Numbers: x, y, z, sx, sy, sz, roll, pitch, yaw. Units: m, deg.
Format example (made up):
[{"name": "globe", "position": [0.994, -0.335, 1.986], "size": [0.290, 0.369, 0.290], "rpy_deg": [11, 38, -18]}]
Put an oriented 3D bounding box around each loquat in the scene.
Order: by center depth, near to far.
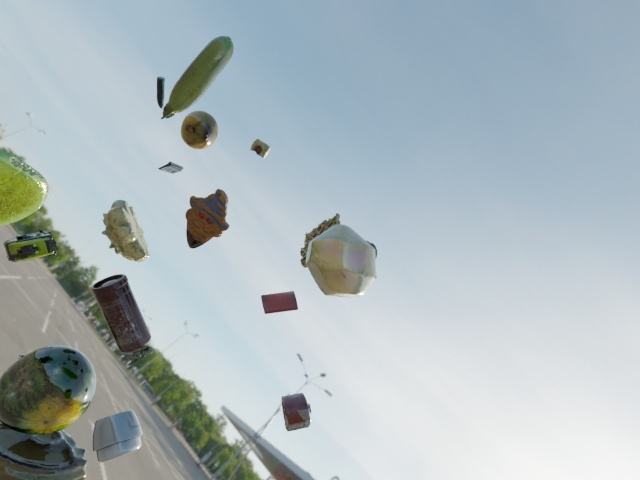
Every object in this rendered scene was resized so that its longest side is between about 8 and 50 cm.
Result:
[{"name": "loquat", "position": [-0.475, -0.433, 1.622], "size": [0.137, 0.163, 0.163], "rpy_deg": [6, -43, 11]}]

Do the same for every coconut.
[{"name": "coconut", "position": [0.068, 0.060, 1.270], "size": [0.197, 0.237, 0.236], "rpy_deg": [-5, -59, 32]}]

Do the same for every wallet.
[{"name": "wallet", "position": [-0.245, 0.370, 2.454], "size": [0.142, 0.204, 0.045], "rpy_deg": [-112, -157, -44]}]

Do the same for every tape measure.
[{"name": "tape measure", "position": [-1.258, 0.023, 1.787], "size": [0.199, 0.186, 0.112], "rpy_deg": [11, -65, 51]}]

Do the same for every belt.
[{"name": "belt", "position": [-0.101, 0.741, 1.797], "size": [0.201, 0.124, 0.128], "rpy_deg": [169, -85, -78]}]

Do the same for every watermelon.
[{"name": "watermelon", "position": [-0.834, 0.457, 1.271], "size": [0.269, 0.269, 0.269], "rpy_deg": [36, -32, 27]}]

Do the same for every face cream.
[{"name": "face cream", "position": [-0.529, 0.509, 1.074], "size": [0.117, 0.117, 0.104], "rpy_deg": [123, -49, -60]}]

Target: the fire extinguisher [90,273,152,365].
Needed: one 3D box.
[{"name": "fire extinguisher", "position": [-0.559, 0.236, 1.179], "size": [0.105, 0.105, 0.268], "rpy_deg": [11, -59, 51]}]

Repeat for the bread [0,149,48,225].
[{"name": "bread", "position": [-0.938, -0.132, 1.150], "size": [0.045, 0.301, 0.301], "rpy_deg": [58, -23, 28]}]

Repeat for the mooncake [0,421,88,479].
[{"name": "mooncake", "position": [-0.960, 0.731, 1.370], "size": [0.394, 0.246, 0.393], "rpy_deg": [27, -5, 2]}]

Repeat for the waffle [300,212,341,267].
[{"name": "waffle", "position": [0.001, 0.001, 1.802], "size": [0.052, 0.254, 0.245], "rpy_deg": [39, -56, -24]}]

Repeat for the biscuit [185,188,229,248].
[{"name": "biscuit", "position": [-0.442, -0.078, 1.581], "size": [0.183, 0.043, 0.280], "rpy_deg": [36, -72, -2]}]

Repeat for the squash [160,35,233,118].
[{"name": "squash", "position": [-0.392, -0.503, 1.301], "size": [0.094, 0.341, 0.094], "rpy_deg": [43, 10, -9]}]

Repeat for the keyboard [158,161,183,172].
[{"name": "keyboard", "position": [-0.621, -0.300, 1.721], "size": [0.018, 0.060, 0.195], "rpy_deg": [64, -2, -5]}]

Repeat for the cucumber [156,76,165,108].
[{"name": "cucumber", "position": [-0.679, -0.625, 1.751], "size": [0.032, 0.032, 0.133], "rpy_deg": [36, -51, 26]}]

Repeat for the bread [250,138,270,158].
[{"name": "bread", "position": [-0.284, -0.438, 1.957], "size": [0.083, 0.035, 0.070], "rpy_deg": [38, -65, -5]}]

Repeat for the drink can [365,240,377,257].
[{"name": "drink can", "position": [0.150, 0.057, 1.875], "size": [0.205, 0.118, 0.118], "rpy_deg": [-3, -59, 44]}]

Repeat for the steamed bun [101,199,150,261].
[{"name": "steamed bun", "position": [-0.831, -0.026, 1.734], "size": [0.292, 0.137, 0.295], "rpy_deg": [96, -29, -61]}]
